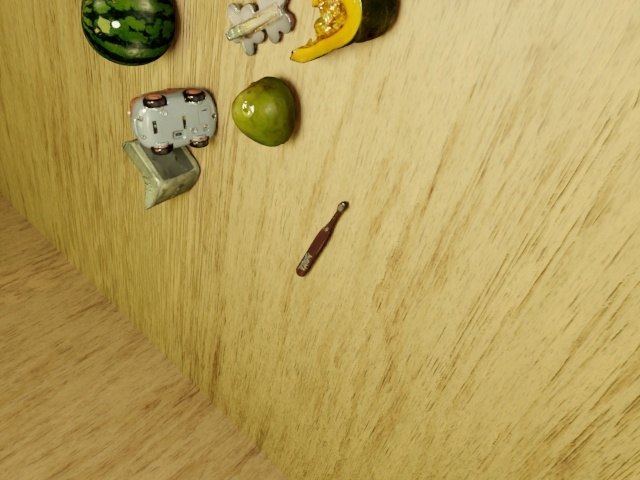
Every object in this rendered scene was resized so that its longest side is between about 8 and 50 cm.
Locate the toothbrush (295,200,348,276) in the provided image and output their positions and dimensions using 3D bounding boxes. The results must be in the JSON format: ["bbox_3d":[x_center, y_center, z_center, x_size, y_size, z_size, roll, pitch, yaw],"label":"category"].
[{"bbox_3d":[-0.001,0.000,1.612,0.041,0.041,0.364,45,136,14],"label":"toothbrush"}]

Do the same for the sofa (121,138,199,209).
[{"bbox_3d":[-0.584,-0.268,1.889,0.225,0.210,0.176,53,140,1],"label":"sofa"}]

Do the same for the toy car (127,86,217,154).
[{"bbox_3d":[-0.486,-0.407,1.689,0.212,0.270,0.181,41,140,45],"label":"toy car"}]

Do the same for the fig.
[{"bbox_3d":[-0.151,-0.350,1.446,0.181,0.181,0.191,-3,134,44],"label":"fig"}]

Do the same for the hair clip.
[{"bbox_3d":[-0.172,-0.591,1.406,0.256,0.075,0.146,-8,110,39],"label":"hair clip"}]

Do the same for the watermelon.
[{"bbox_3d":[-0.585,-0.680,1.586,0.285,0.285,0.285,23,128,33],"label":"watermelon"}]

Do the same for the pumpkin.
[{"bbox_3d":[0.031,-0.533,1.190,0.280,0.139,0.190,-3,115,41],"label":"pumpkin"}]
